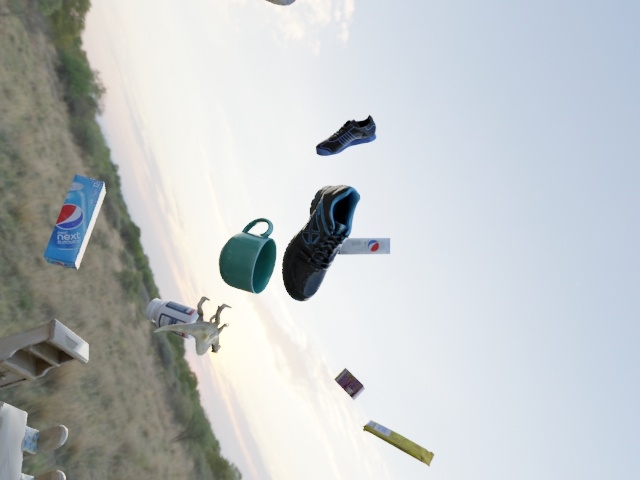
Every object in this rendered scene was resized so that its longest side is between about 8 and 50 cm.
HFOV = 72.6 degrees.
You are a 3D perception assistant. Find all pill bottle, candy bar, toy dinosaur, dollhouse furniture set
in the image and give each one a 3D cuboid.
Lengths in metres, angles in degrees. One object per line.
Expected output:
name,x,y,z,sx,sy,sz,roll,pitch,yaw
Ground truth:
pill bottle,-0.519,0.272,1.546,0.180,0.108,0.108,18,-42,11
candy bar,0.164,0.431,0.937,0.162,0.040,0.018,17,-66,29
toy dinosaur,-0.190,0.144,0.723,0.053,0.092,0.183,11,-21,20
dollhouse furniture set,-0.786,0.451,1.151,0.362,0.257,0.394,78,-8,-52

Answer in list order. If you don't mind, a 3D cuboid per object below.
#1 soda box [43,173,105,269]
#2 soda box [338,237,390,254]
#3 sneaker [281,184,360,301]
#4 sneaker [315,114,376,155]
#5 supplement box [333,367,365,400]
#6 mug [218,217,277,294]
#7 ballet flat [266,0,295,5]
soda box,-0.577,-0.044,1.031,0.071,0.067,0.210,145,-43,-61
soda box,0.168,0.023,1.744,0.074,0.216,0.069,180,-89,-75
sneaker,0.000,0.000,1.157,0.140,0.125,0.340,-1,-112,61
sneaker,0.086,-0.376,1.548,0.081,0.232,0.090,-115,-173,-47
supplement box,0.090,0.447,1.358,0.083,0.055,0.043,40,-17,32
mug,-0.163,0.037,0.983,0.098,0.157,0.129,13,-40,14
ballet flat,-0.155,-0.546,0.760,0.316,0.107,0.106,31,-14,-24
